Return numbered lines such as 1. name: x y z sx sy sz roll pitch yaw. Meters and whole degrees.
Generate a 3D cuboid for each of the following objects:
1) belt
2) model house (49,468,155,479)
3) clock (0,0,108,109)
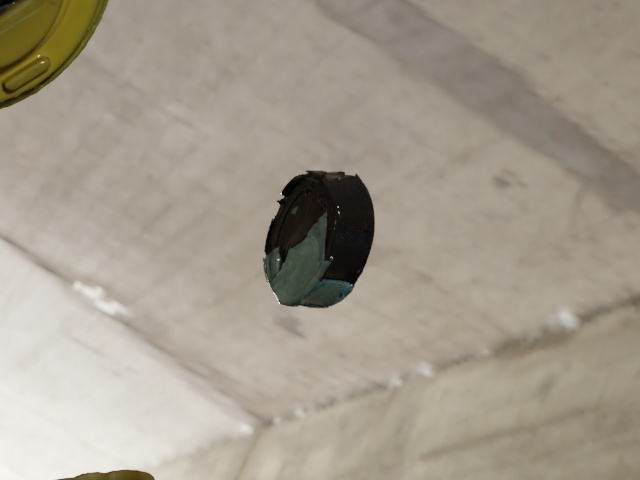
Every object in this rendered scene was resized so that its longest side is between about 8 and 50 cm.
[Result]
1. belt: 0.000 0.000 1.623 0.058 0.140 0.105 5 29 -37
2. model house: -0.145 0.217 1.021 0.261 0.226 0.241 -3 15 -25
3. clock: -0.240 -0.183 1.186 0.237 0.237 0.057 45 1 -39
